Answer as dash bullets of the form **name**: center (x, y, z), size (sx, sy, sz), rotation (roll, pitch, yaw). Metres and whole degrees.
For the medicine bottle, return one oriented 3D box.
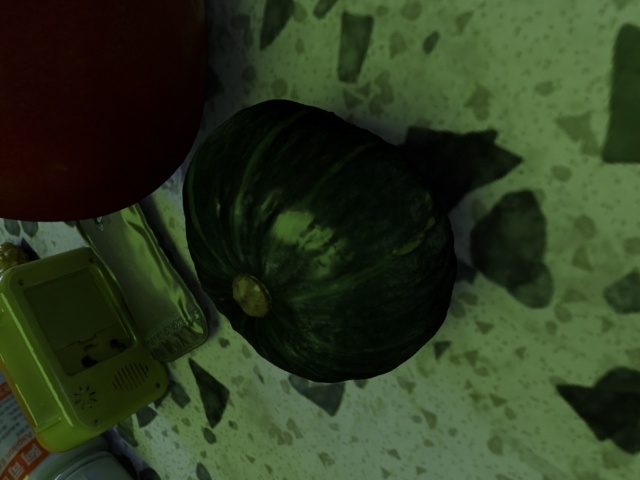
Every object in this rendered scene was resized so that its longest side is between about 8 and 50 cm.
- **medicine bottle**: center (-0.371, 0.297, 0.855), size (0.252, 0.144, 0.144), rotation (36, 125, 19)

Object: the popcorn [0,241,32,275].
- **popcorn**: center (-0.426, 0.044, 0.858), size (0.083, 0.057, 0.082), rotation (41, 129, 16)

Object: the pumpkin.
- **pumpkin**: center (-0.002, 0.001, 0.448), size (0.212, 0.152, 0.211), rotation (22, 136, 23)

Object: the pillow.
- **pillow**: center (-0.198, 0.029, 0.687), size (0.130, 0.033, 0.217), rotation (-32, 86, 42)

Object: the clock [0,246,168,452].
- **clock**: center (-0.281, 0.120, 0.715), size (0.096, 0.143, 0.202), rotation (-32, 85, 34)

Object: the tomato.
- **tomato**: center (-0.206, -0.145, 0.497), size (0.227, 0.298, 0.298), rotation (6, 117, -7)
